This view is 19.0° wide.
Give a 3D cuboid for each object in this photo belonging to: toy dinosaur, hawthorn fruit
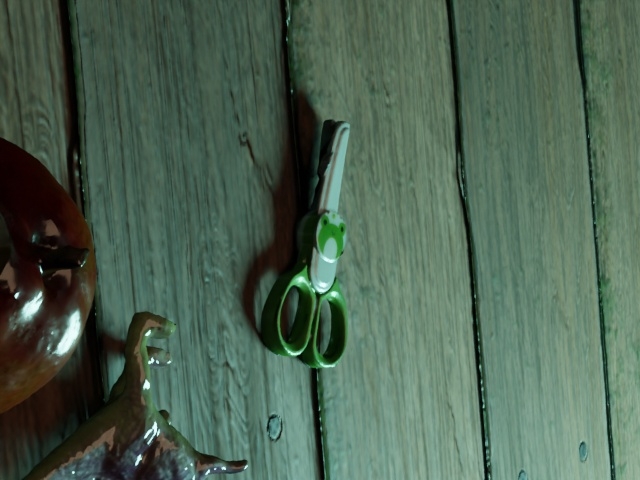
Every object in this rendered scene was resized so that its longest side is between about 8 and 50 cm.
[{"bbox_3d":[-0.142,0.151,1.308,0.251,0.072,0.199,27,64,-49],"label":"toy dinosaur"},{"bbox_3d":[-0.210,0.017,1.106,0.185,0.202,0.185,13,73,-48],"label":"hawthorn fruit"}]

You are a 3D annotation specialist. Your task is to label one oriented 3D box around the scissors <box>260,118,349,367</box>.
[{"bbox_3d":[0.000,0.000,1.566,0.101,0.027,0.204,28,67,-53],"label":"scissors"}]
